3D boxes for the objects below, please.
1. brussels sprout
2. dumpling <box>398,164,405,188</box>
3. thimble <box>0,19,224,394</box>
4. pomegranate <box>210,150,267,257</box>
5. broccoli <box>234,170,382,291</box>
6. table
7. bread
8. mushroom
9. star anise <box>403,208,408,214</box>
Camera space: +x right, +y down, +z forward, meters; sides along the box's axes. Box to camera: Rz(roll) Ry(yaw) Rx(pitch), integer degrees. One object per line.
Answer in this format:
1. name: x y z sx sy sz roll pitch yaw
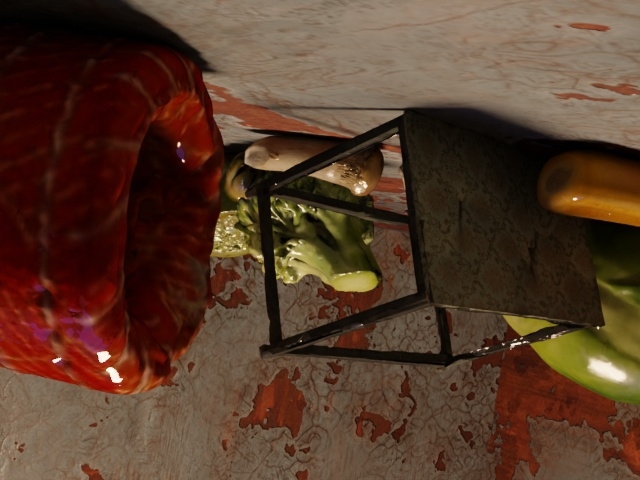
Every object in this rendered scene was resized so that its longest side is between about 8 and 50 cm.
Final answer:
1. brussels sprout: 0.428 0.062 1.446 0.371 0.275 0.315 9 -151 15
2. dumpling: 0.205 -0.055 1.566 0.199 0.118 0.136 45 -156 20
3. thimble: -0.238 -0.032 1.006 0.231 0.350 0.350 8 178 11
4. pomegranate: -0.160 -0.085 1.857 0.190 0.159 0.241 -12 156 7
5. broccoli: 0.000 0.000 1.724 0.288 0.245 0.248 -2 140 -31
6. table: 0.125 0.021 1.312 0.335 0.222 0.272 11 155 -44
7. bread: 0.364 -0.056 1.241 0.239 0.074 0.092 8 163 -27
8. mushroom: -0.010 -0.114 1.514 0.209 0.071 0.084 12 -149 20
9. star anise: 0.250 -0.016 1.679 0.272 0.102 0.272 31 -161 -12
